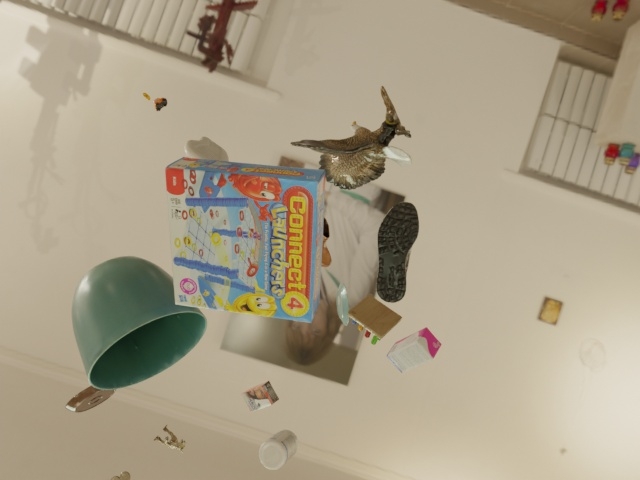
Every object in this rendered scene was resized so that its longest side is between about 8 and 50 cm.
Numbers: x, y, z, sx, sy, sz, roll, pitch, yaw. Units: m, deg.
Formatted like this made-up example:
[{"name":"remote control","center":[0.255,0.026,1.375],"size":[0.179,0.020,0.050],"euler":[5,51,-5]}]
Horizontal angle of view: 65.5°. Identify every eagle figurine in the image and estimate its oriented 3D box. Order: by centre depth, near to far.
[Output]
[{"name":"eagle figurine","center":[0.100,-0.263,1.414],"size":[0.226,0.298,0.225],"euler":[56,-169,-13]}]

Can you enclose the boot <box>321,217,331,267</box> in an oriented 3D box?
[{"name":"boot","center":[0.000,0.000,1.657],"size":[0.197,0.073,0.152],"euler":[58,155,-7]}]

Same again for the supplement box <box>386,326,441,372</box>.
[{"name":"supplement box","center":[0.428,0.504,2.283],"size":[0.114,0.111,0.220],"euler":[48,136,1]}]

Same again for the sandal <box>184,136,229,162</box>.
[{"name":"sandal","center":[-0.433,-0.303,1.891],"size":[0.169,0.102,0.416],"euler":[35,-168,-11]}]

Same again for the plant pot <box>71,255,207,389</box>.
[{"name":"plant pot","center":[-0.468,0.182,1.228],"size":[0.235,0.293,0.293],"euler":[51,-168,24]}]

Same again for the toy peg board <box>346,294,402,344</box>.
[{"name":"toy peg board","center":[0.199,0.313,1.912],"size":[0.161,0.079,0.161],"euler":[33,-143,23]}]

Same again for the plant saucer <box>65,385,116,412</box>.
[{"name":"plant saucer","center":[-0.723,0.500,1.590],"size":[0.029,0.168,0.168],"euler":[52,-171,17]}]

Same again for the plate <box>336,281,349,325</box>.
[{"name":"plate","center":[0.092,0.276,2.155],"size":[0.024,0.188,0.188],"euler":[-5,-178,-10]}]

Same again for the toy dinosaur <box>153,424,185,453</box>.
[{"name":"toy dinosaur","center":[-0.431,0.586,1.443],"size":[0.093,0.053,0.183],"euler":[41,154,1]}]

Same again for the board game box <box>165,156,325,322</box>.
[{"name":"board game box","center":[-0.150,0.000,1.021],"size":[0.302,0.308,0.086],"euler":[6,-158,9]}]

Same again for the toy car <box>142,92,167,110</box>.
[{"name":"toy car","center":[-0.624,-0.537,1.873],"size":[0.040,0.060,0.122],"euler":[37,172,13]}]

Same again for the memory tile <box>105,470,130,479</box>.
[{"name":"memory tile","center":[-0.675,0.871,1.689],"size":[0.148,0.113,0.012],"euler":[63,-178,8]}]

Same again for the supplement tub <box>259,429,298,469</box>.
[{"name":"supplement tub","center":[-0.101,0.513,1.225],"size":[0.071,0.071,0.107],"euler":[18,178,18]}]

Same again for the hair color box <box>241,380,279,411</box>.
[{"name":"hair color box","center":[-0.264,0.678,2.156],"size":[0.167,0.093,0.053],"euler":[-34,173,40]}]

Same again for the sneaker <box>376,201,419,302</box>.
[{"name":"sneaker","center":[0.212,0.025,1.418],"size":[0.107,0.283,0.124],"euler":[12,-169,9]}]
